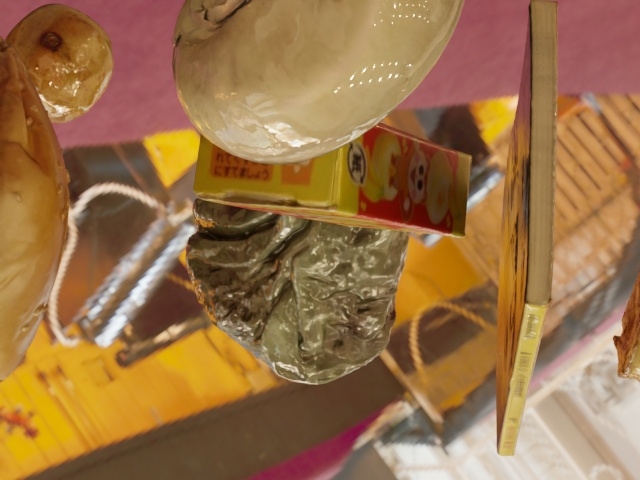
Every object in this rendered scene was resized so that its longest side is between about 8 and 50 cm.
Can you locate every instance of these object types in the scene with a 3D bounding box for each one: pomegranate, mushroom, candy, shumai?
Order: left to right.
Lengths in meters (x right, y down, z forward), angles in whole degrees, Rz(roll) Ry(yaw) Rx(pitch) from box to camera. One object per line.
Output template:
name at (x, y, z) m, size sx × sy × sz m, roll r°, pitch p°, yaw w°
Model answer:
pomegranate at (-0.407, -0.268, 1.844) m, size 0.196 × 0.196 × 0.196 m, roll -35°, pitch 167°, yaw -9°
mushroom at (-0.019, -0.174, 0.839) m, size 0.202 × 0.246 × 0.246 m, roll 31°, pitch 120°, yaw -30°
shumai at (0.000, 0.000, 1.548) m, size 0.309 × 0.304 × 0.263 m, roll 2°, pitch 147°, yaw -25°
candy at (0.022, -0.059, 1.082) m, size 0.146 × 0.088 × 0.276 m, roll 5°, pitch 177°, yaw 31°

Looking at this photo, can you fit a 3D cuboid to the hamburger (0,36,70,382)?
hamburger at (-0.316, -0.020, 0.979) m, size 0.170 × 0.290 × 0.314 m, roll 9°, pitch 130°, yaw -34°

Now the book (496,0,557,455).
book at (0.176, 0.009, 1.030) m, size 0.028 × 0.262 × 0.374 m, roll 2°, pitch 154°, yaw 6°

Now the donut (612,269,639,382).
donut at (0.371, 0.072, 1.256) m, size 0.190 × 0.075 × 0.174 m, roll -35°, pitch 146°, yaw -76°
